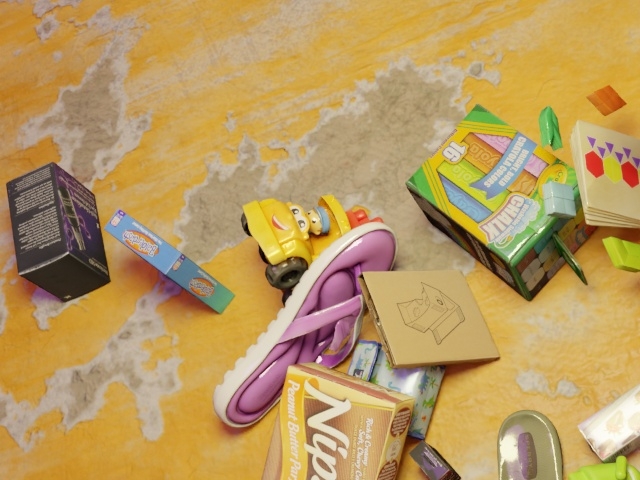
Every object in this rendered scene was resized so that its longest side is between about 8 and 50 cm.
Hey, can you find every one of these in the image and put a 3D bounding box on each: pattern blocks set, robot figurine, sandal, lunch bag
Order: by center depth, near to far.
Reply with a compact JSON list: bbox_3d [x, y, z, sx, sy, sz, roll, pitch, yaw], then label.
[{"bbox_3d":[0.402,0.346,1.459,0.115,0.101,0.067,0,28,-17],"label":"robot figurine"},{"bbox_3d":[0.303,0.387,1.485,0.120,0.086,0.302,-16,64,15],"label":"sandal"},{"bbox_3d":[0.437,-0.091,1.531,0.026,0.325,0.285,-25,53,50],"label":"pattern blocks set"},{"bbox_3d":[0.102,0.229,1.635,0.151,0.096,0.129,11,74,38],"label":"lunch bag"},{"bbox_3d":[-0.001,0.155,1.666,0.416,0.169,0.102,-51,54,10],"label":"sandal"}]

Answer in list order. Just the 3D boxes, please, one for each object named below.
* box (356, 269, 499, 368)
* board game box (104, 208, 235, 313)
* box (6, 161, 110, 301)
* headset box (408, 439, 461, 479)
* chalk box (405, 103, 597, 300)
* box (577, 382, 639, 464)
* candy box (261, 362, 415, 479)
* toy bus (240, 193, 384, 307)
[{"bbox_3d":[0.166,0.118,1.611,0.021,0.201,0.164,-52,48,45],"label":"box"},{"bbox_3d":[-0.255,0.038,1.786,0.160,0.210,0.047,33,84,30],"label":"board game box"},{"bbox_3d":[-0.486,-0.014,1.934,0.108,0.153,0.207,-23,63,10],"label":"box"},{"bbox_3d":[0.171,0.337,1.561,0.032,0.083,0.062,-44,59,0],"label":"headset box"},{"bbox_3d":[0.310,-0.041,1.616,0.289,0.180,0.179,40,87,29],"label":"chalk box"},{"bbox_3d":[0.520,0.207,1.491,0.324,0.067,0.063,-36,60,5],"label":"box"},{"bbox_3d":[0.010,0.360,1.557,0.183,0.087,0.316,16,94,26],"label":"candy box"},{"bbox_3d":[0.000,0.000,1.703,0.211,0.220,0.149,-27,56,2],"label":"toy bus"}]
